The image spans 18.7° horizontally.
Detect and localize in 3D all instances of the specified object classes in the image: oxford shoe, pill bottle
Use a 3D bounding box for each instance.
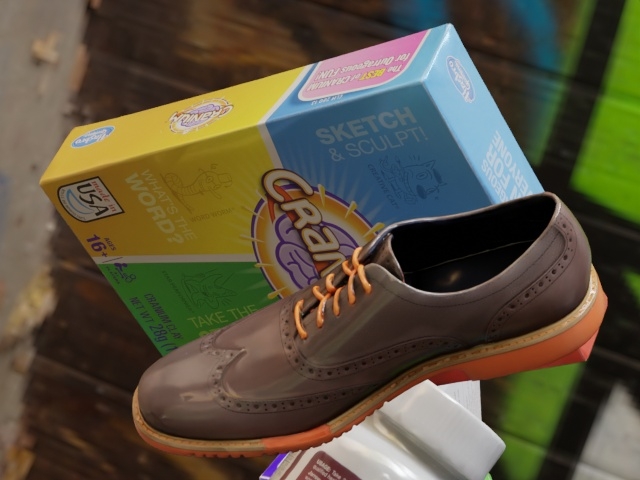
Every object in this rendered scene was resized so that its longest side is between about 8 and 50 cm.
[{"bbox_3d":[0.017,0.039,1.067,0.271,0.097,0.098,-20,136,1],"label":"oxford shoe"},{"bbox_3d":[0.014,0.190,1.238,0.221,0.121,0.121,-52,151,-7],"label":"pill bottle"}]

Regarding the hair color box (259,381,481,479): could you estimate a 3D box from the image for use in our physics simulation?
[{"bbox_3d":[0.060,0.238,1.949,0.339,0.110,0.185,-47,137,-57],"label":"hair color box"}]

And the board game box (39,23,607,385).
[{"bbox_3d":[0.000,0.000,1.316,0.242,0.316,0.064,57,39,-27],"label":"board game box"}]

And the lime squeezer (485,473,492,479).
[{"bbox_3d":[0.085,0.193,1.512,0.059,0.110,0.310,-80,175,-47],"label":"lime squeezer"}]
